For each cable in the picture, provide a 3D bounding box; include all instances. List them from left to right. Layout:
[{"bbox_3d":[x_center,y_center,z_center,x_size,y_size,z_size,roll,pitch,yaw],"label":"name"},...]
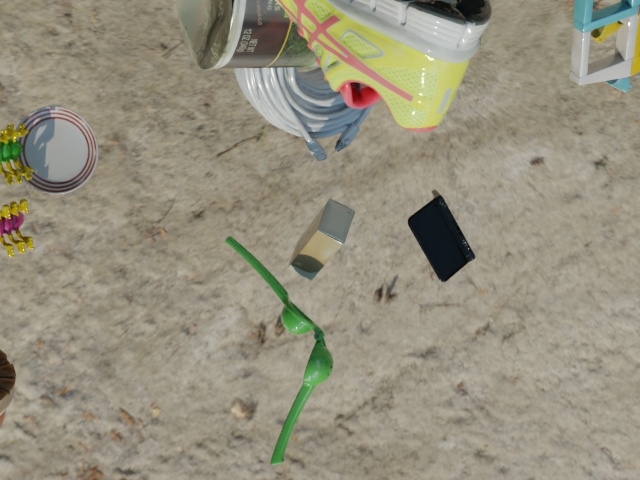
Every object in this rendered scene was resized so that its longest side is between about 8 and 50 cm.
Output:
[{"bbox_3d":[0.002,-0.272,1.052,0.257,0.089,0.257,-50,135,2],"label":"cable"}]

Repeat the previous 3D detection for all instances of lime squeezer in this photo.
[{"bbox_3d":[-0.043,0.134,1.010,0.110,0.059,0.310,-15,85,22],"label":"lime squeezer"}]

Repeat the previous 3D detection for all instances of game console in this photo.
[{"bbox_3d":[0.193,-0.010,1.228,0.071,0.107,0.122,-29,101,7],"label":"game console"}]

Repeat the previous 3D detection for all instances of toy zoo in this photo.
[{"bbox_3d":[0.468,-0.355,1.124,0.192,0.030,0.293,-22,133,-10],"label":"toy zoo"}]

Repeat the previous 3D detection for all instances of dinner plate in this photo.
[{"bbox_3d":[-0.426,-0.145,1.210,0.141,0.017,0.141,0,95,2],"label":"dinner plate"}]

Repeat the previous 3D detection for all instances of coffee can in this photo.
[{"bbox_3d":[0.001,-0.288,0.817,0.276,0.201,0.201,-7,107,-25],"label":"coffee can"}]

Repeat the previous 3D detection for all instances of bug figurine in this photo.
[{"bbox_3d":[-0.528,-0.062,1.110,0.072,0.216,0.278,16,112,31],"label":"bug figurine"}]

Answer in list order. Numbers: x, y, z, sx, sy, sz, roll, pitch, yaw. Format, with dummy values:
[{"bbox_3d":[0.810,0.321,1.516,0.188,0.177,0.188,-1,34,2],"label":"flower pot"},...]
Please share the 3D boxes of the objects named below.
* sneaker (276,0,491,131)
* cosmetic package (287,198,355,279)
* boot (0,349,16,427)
[{"bbox_3d":[0.017,-0.136,0.487,0.082,0.208,0.094,-14,129,-27],"label":"sneaker"},{"bbox_3d":[0.000,0.000,1.016,0.041,0.060,0.115,27,143,-9],"label":"cosmetic package"},{"bbox_3d":[-0.240,0.068,0.410,0.158,0.059,0.084,33,129,10],"label":"boot"}]
